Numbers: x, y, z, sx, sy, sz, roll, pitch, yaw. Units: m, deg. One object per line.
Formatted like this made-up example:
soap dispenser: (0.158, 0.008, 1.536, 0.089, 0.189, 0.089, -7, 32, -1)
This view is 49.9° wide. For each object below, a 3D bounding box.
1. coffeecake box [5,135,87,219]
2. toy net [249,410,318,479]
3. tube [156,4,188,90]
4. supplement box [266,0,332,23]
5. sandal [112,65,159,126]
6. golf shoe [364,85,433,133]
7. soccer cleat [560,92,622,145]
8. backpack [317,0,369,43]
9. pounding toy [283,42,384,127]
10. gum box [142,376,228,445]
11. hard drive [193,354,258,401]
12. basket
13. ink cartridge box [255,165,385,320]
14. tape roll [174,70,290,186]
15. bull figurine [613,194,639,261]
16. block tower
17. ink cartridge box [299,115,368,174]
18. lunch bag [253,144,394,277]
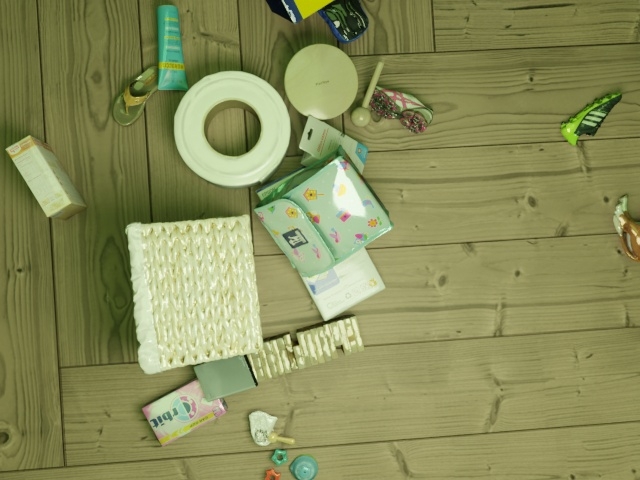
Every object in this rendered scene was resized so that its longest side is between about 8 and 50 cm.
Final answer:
coffeecake box: (-0.655, -0.147, 1.654, 0.068, 0.142, 0.185, -31, 91, -4)
toy net: (-0.112, 0.530, 1.730, 0.122, 0.045, 0.232, -39, 90, -1)
tube: (-0.376, -0.479, 1.721, 0.080, 0.052, 0.206, -5, 91, -29)
supplement box: (0.015, -0.707, 1.643, 0.357, 0.194, 0.195, -33, 123, -4)
sandal: (-0.456, -0.367, 1.715, 0.072, 0.049, 0.180, 40, 87, -2)
golf shoe: (0.199, -0.345, 1.755, 0.186, 0.067, 0.086, 32, 52, 4)
soccer cleat: (0.708, -0.316, 1.784, 0.179, 0.060, 0.072, -34, 101, 3)
backpack: (0.062, -0.559, 1.723, 0.098, 0.101, 0.120, -38, 99, 1)
pounding toy: (0.020, -0.386, 1.722, 0.237, 0.110, 0.182, 12, 95, -11)
gum box: (-0.339, 0.418, 1.706, 0.189, 0.062, 0.107, -27, 91, -3)
hard drive: (-0.226, 0.324, 1.648, 0.135, 0.022, 0.094, -20, 93, 15)
basket: (-0.278, 0.113, 1.584, 0.267, 0.328, 0.331, -6, 89, -6)
ink cartridge box: (0.000, 0.000, 1.730, 0.176, 0.069, 0.370, -28, 93, -4)
tape roll: (-0.214, -0.269, 1.704, 0.287, 0.100, 0.286, 0, 89, -4)
bull figurine: (0.898, -0.079, 1.768, 0.310, 0.101, 0.188, -35, 87, -5)
block tower: (-0.065, 0.273, 1.710, 0.336, 0.091, 0.097, -14, 89, -3)
ink cartridge box: (0.021, -0.217, 1.693, 0.180, 0.060, 0.104, 27, 63, -22)
lunch bag: (0.003, -0.059, 1.615, 0.262, 0.160, 0.223, -33, 108, 10)
